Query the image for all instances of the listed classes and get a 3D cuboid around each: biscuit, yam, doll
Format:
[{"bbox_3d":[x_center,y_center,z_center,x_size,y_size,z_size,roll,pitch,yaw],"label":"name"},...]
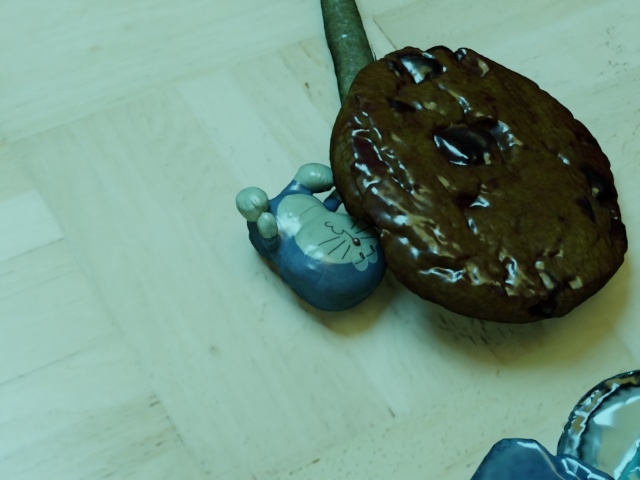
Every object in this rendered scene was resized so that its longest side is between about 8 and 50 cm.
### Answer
[{"bbox_3d":[0.093,-0.035,0.819,0.192,0.049,0.192,15,50,-19],"label":"biscuit"},{"bbox_3d":[0.019,-0.129,0.902,0.033,0.027,0.129,-24,56,21],"label":"yam"},{"bbox_3d":[0.000,0.000,0.797,0.083,0.050,0.076,42,45,19],"label":"doll"}]

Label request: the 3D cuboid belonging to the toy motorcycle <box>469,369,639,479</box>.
[{"bbox_3d":[0.170,0.191,0.645,0.206,0.154,0.260,-41,70,-12],"label":"toy motorcycle"}]
